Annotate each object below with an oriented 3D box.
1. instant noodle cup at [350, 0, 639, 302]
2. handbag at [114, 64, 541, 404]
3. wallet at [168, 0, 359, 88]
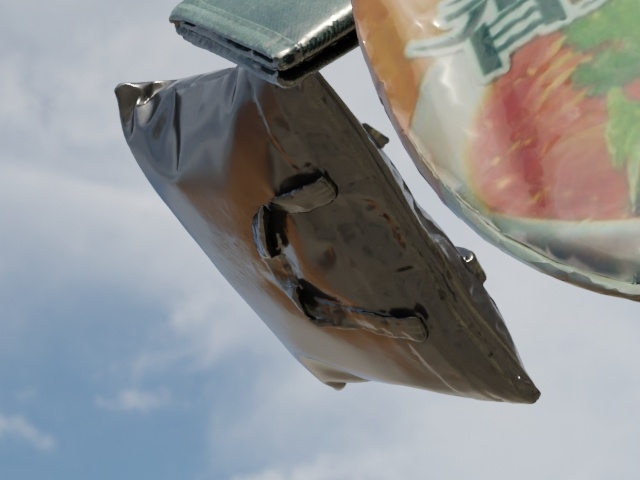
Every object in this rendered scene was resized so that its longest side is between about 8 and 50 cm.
[{"bbox_3d":[0.181,-0.074,0.408,0.296,0.296,0.214,-41,-46,15],"label":"instant noodle cup"},{"bbox_3d":[0.000,0.000,0.909,0.089,0.211,0.254,-45,-68,-26],"label":"handbag"},{"bbox_3d":[0.016,-0.099,0.565,0.129,0.088,0.026,-34,-57,-18],"label":"wallet"}]
